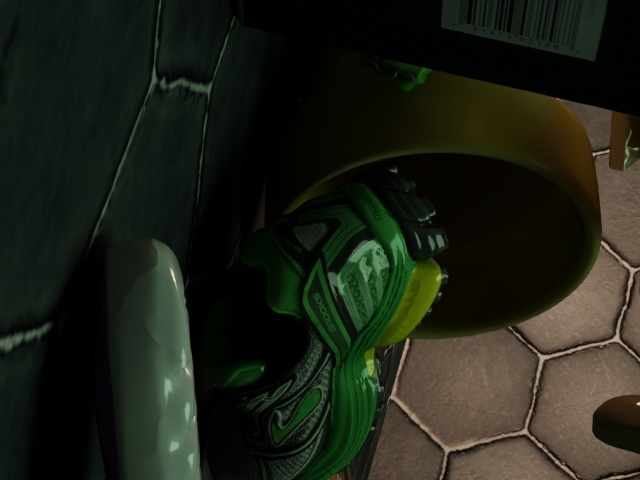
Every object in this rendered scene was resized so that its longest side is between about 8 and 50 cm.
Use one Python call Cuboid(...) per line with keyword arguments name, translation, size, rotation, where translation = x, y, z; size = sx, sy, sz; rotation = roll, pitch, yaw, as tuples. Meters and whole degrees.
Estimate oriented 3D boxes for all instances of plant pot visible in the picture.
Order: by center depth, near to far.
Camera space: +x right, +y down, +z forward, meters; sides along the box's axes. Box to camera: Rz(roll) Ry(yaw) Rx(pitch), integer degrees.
Cuboid(name="plant pot", translation=(0.085, -0.087, 1.409), size=(0.254, 0.254, 0.239), rotation=(93, -2, -54))

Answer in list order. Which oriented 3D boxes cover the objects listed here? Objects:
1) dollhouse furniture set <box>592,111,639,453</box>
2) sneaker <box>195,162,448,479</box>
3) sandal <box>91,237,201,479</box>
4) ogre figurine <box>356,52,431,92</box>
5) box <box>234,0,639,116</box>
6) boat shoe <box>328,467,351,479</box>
Cuboid(name="dollhouse furniture set", translation=(0.297, -0.078, 1.402), size=(0.394, 0.256, 0.362), rotation=(-33, 128, -53))
Cuboid(name="sneaker", translation=(-0.036, 0.078, 1.293), size=(0.146, 0.134, 0.343), rotation=(-17, 148, -28))
Cuboid(name="sandal", translation=(-0.112, 0.200, 0.977), size=(0.169, 0.102, 0.416), rotation=(-111, -160, -77))
Cuboid(name="ogre figurine", translation=(0.041, -0.212, 1.248), size=(0.097, 0.118, 0.197), rotation=(-51, 153, -64))
Cuboid(name="box", translation=(0.149, -0.265, 1.091), size=(0.179, 0.343, 0.312), rotation=(88, 17, -62))
Cuboid(name="boat shoe", translation=(-0.012, 0.279, 1.773), size=(0.342, 0.123, 0.123), rotation=(84, 22, -52))
